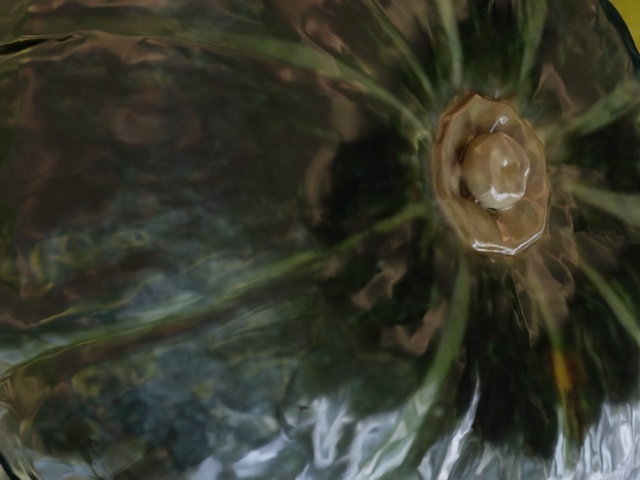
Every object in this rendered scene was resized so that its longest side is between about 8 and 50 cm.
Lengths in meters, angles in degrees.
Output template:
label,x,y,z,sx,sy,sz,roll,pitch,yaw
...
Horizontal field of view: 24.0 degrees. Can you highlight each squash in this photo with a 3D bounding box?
label,x,y,z,sx,sy,sz,roll,pitch,yaw
squash,0.000,0.000,0.455,0.165,0.252,0.252,-17,-161,48

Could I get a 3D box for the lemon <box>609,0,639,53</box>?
label,x,y,z,sx,sy,sz,roll,pitch,yaw
lemon,0.225,-0.183,0.792,0.336,0.336,0.336,-10,-150,6
